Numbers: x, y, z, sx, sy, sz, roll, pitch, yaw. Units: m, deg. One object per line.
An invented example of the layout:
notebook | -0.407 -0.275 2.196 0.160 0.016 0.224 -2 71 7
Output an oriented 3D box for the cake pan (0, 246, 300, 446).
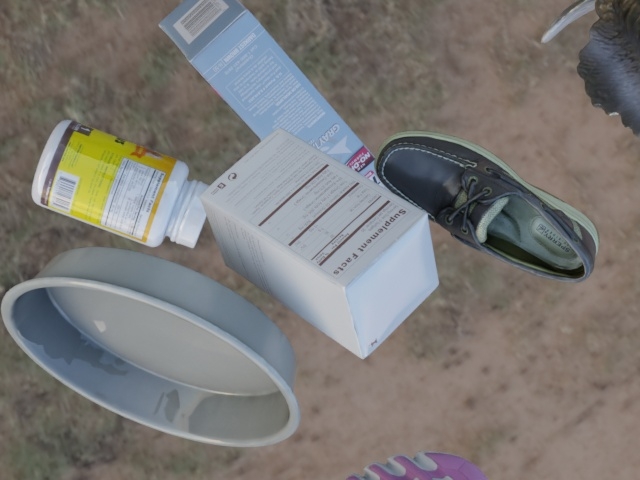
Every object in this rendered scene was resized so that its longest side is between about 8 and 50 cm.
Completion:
cake pan | -0.150 0.099 1.183 0.293 0.054 0.293 16 150 9

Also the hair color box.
hair color box | -0.060 -0.198 1.882 0.113 0.185 0.374 -42 123 3

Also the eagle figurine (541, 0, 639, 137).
eagle figurine | 0.216 -0.170 0.704 0.225 0.298 0.226 -6 128 -48

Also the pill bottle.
pill bottle | -0.247 -0.065 1.619 0.215 0.117 0.117 21 117 -5

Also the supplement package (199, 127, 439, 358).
supplement package | 0.000 0.000 1.119 0.105 0.179 0.105 -43 145 -22

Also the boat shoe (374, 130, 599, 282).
boat shoe | 0.152 -0.030 1.153 0.224 0.073 0.080 28 108 -2

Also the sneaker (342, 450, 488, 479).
sneaker | 0.021 0.237 0.849 0.236 0.095 0.104 -36 120 -3
